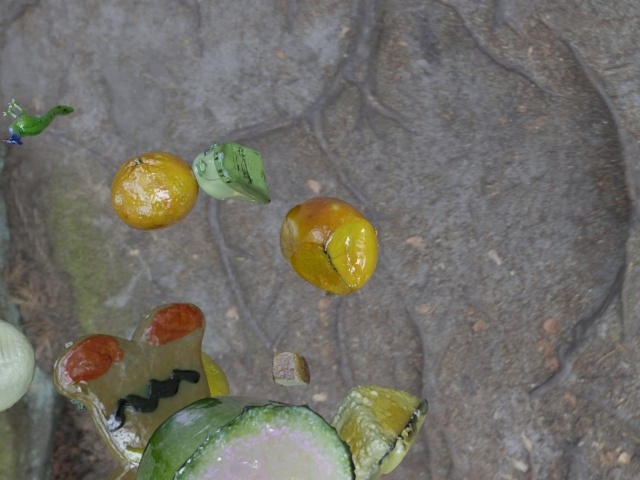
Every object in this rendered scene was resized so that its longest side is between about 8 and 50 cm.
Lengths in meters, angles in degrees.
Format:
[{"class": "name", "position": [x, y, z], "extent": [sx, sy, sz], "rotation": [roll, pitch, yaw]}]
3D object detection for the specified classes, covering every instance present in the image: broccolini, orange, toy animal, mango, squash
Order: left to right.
[{"class": "toy animal", "position": [-0.530, -0.229, 1.472], "extent": [0.075, 0.217, 0.041], "rotation": [35, 116, -7]}, {"class": "broccolini", "position": [-0.545, 0.338, 1.967], "extent": [0.054, 0.194, 0.052], "rotation": [26, 127, 7]}, {"class": "orange", "position": [-0.338, -0.102, 1.629], "extent": [0.178, 0.178, 0.155], "rotation": [7, 113, 32]}, {"class": "squash", "position": [-0.157, 0.353, 1.142], "extent": [0.309, 0.310, 0.310], "rotation": [3, 99, 52]}, {"class": "mango", "position": [0.000, 0.000, 1.570], "extent": [0.257, 0.138, 0.187], "rotation": [23, 137, 54]}]

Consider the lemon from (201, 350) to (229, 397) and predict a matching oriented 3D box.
[{"class": "lemon", "position": [-0.355, 0.393, 1.988], "extent": [0.293, 0.293, 0.292], "rotation": [5, 100, 32]}]

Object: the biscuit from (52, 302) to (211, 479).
[{"class": "biscuit", "position": [-0.300, 0.333, 1.576], "extent": [0.076, 0.368, 0.393], "rotation": [-10, 99, 53]}]

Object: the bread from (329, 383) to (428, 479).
[{"class": "bread", "position": [0.091, 0.407, 1.628], "extent": [0.163, 0.262, 0.204], "rotation": [33, 109, 16]}]

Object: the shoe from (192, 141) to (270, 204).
[{"class": "shoe", "position": [-0.196, -0.158, 1.816], "extent": [0.128, 0.262, 0.139], "rotation": [-1, 84, 15]}]

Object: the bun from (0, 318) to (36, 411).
[{"class": "bun", "position": [-0.501, 0.184, 1.128], "extent": [0.164, 0.188, 0.111], "rotation": [59, 146, 35]}]

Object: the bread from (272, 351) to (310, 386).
[{"class": "bread", "position": [-0.065, 0.298, 1.854], "extent": [0.077, 0.083, 0.070], "rotation": [-7, 68, 20]}]
